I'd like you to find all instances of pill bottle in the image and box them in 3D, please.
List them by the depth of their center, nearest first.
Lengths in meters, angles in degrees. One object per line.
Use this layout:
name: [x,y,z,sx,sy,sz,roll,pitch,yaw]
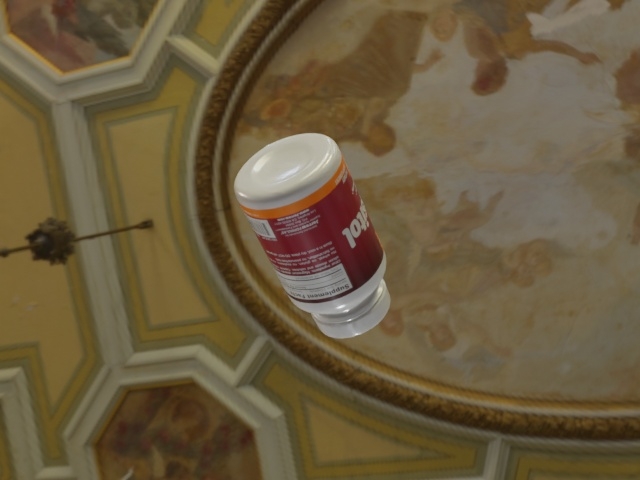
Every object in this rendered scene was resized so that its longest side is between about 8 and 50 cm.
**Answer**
pill bottle: [0.000,0.000,0.736,0.086,0.086,0.152,-12,-54,21]
